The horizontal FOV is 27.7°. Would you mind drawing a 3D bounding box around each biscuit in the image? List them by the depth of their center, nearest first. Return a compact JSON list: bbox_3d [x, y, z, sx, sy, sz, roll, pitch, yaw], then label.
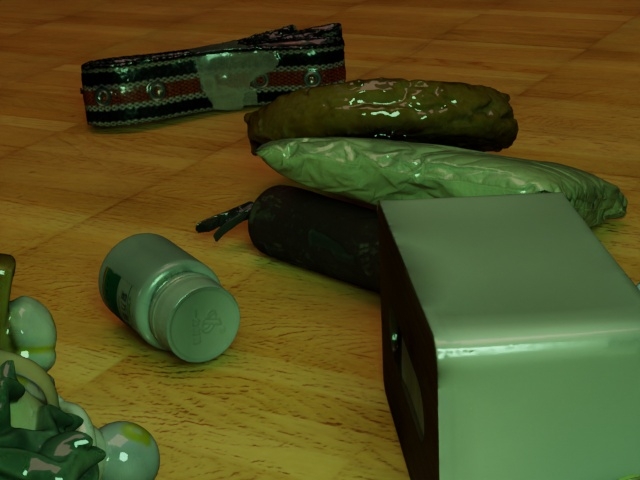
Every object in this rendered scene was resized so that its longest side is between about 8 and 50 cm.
[{"bbox_3d":[0.062,-0.125,1.342,0.296,0.075,0.296,0,-1,0],"label":"biscuit"}]

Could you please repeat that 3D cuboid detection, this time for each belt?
[{"bbox_3d":[-0.135,-0.217,1.711,0.360,0.094,0.126,-11,24,-13],"label":"belt"}]

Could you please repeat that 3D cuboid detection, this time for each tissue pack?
[{"bbox_3d":[0.121,0.079,0.847,0.136,0.159,0.246,-4,21,-4],"label":"tissue pack"}]

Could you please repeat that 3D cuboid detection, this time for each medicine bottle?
[{"bbox_3d":[-0.125,0.048,1.072,0.080,0.080,0.130,-16,25,-26],"label":"medicine bottle"}]

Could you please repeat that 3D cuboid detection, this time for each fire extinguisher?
[{"bbox_3d":[0.000,0.000,1.181,0.268,0.072,0.089,18,43,43],"label":"fire extinguisher"}]

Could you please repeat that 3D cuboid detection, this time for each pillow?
[{"bbox_3d":[0.119,-0.046,1.190,0.274,0.076,0.281,9,2,24],"label":"pillow"}]

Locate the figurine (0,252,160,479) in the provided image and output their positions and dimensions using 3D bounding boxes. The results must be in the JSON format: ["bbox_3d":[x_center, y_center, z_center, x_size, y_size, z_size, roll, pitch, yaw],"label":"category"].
[{"bbox_3d":[-0.233,0.111,0.816,0.261,0.186,0.382,2,14,-13],"label":"figurine"}]

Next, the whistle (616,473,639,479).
[{"bbox_3d":[0.226,0.187,0.624,0.289,0.106,0.131,14,35,39],"label":"whistle"}]

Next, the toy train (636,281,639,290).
[{"bbox_3d":[0.344,0.072,0.854,0.300,0.131,0.202,15,27,39],"label":"toy train"}]
